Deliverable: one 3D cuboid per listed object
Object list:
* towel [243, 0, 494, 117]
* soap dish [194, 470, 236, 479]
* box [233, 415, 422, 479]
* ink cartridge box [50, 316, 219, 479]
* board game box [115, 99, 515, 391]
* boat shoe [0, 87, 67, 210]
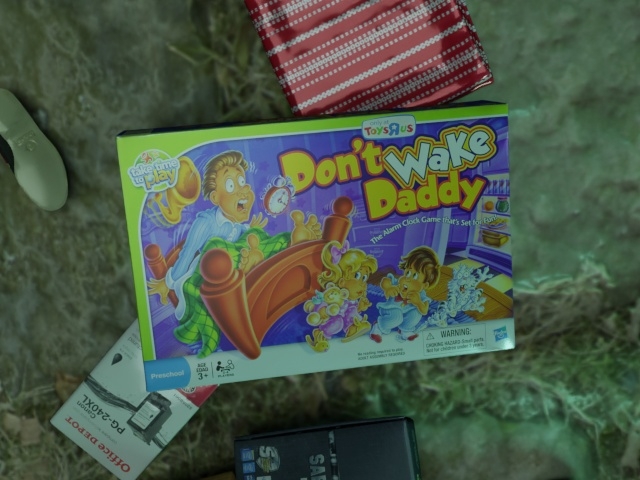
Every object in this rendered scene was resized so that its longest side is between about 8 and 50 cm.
[{"bbox_3d":[0.028,-0.240,0.820,0.199,0.031,0.274,-23,97,8],"label":"towel"},{"bbox_3d":[-0.194,0.390,0.888,0.291,0.118,0.228,-17,97,7],"label":"soap dish"},{"bbox_3d":[0.016,0.300,0.836,0.183,0.059,0.232,-9,74,12],"label":"box"},{"bbox_3d":[-0.186,0.161,0.879,0.109,0.063,0.150,40,98,-3],"label":"ink cartridge box"},{"bbox_3d":[0.000,0.000,0.794,0.347,0.078,0.233,-6,102,-7],"label":"board game box"},{"bbox_3d":[-0.298,-0.091,0.861,0.049,0.042,0.133,-32,97,-17],"label":"boat shoe"}]
